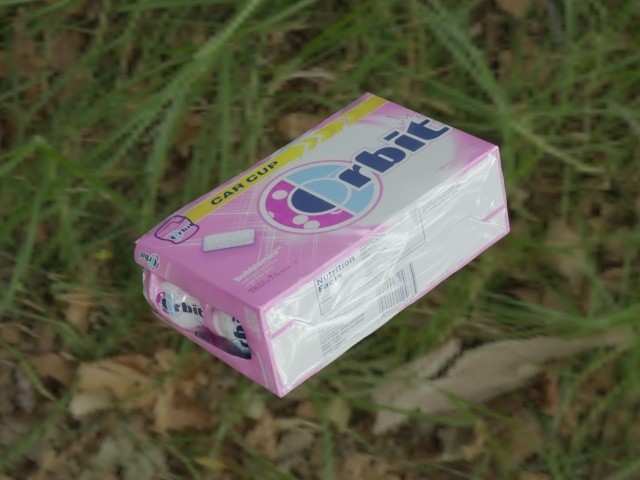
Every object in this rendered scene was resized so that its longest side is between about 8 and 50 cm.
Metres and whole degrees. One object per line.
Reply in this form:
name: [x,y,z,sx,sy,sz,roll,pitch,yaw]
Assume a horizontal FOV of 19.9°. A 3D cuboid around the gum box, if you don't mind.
gum box: [0.000,0.000,1.007,0.188,0.107,0.062,-34,131,-28]
